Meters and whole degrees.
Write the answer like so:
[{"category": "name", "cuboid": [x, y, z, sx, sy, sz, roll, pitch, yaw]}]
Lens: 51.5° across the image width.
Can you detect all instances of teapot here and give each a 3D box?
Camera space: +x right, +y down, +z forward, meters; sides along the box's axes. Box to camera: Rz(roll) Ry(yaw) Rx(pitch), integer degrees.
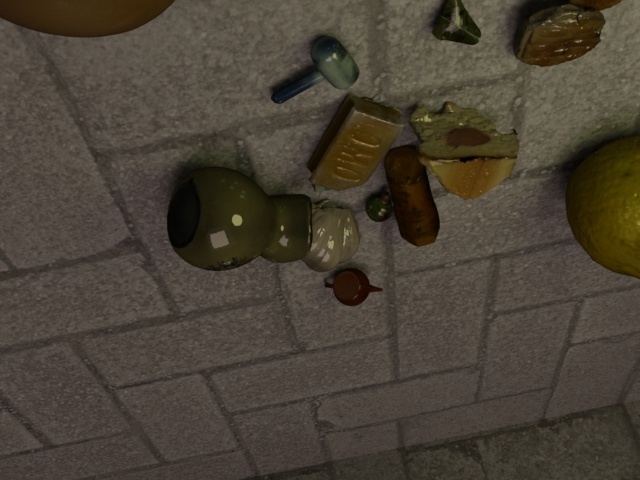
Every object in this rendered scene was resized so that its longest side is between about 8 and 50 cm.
[{"category": "teapot", "cuboid": [0.094, 0.137, 1.942, 0.173, 0.116, 0.116, 1, 146, 28]}]

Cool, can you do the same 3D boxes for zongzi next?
[{"category": "zongzi", "cuboid": [0.291, -0.457, 1.342, 0.104, 0.052, 0.113, 0, 126, -25]}]

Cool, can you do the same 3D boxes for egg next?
[{"category": "egg", "cuboid": [-0.379, -0.457, 0.985, 0.374, 0.301, 0.301, 5, 138, -33]}]

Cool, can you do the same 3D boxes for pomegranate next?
[{"category": "pomegranate", "cuboid": [0.159, -0.085, 1.715, 0.084, 0.073, 0.073, -28, 138, 33]}]

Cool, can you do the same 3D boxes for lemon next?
[{"category": "lemon", "cuboid": [0.797, -0.076, 1.653, 0.349, 0.387, 0.350, -14, 159, -6]}]

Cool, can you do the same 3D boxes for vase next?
[{"category": "vase", "cuboid": [-0.220, -0.037, 1.601, 0.302, 0.241, 0.329, 6, 166, -39]}]

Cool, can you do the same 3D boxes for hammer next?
[{"category": "hammer", "cuboid": [-0.023, -0.340, 1.388, 0.194, 0.069, 0.116, -24, 139, 22]}]

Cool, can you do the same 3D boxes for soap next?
[{"category": "soap", "cuboid": [0.077, -0.218, 1.542, 0.140, 0.073, 0.232, 15, 134, -22]}]

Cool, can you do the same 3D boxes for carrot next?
[{"category": "carrot", "cuboid": [0.237, -0.099, 1.690, 0.114, 0.114, 0.302, -17, 139, 6]}]

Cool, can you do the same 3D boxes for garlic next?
[{"category": "garlic", "cuboid": [0.000, 0.000, 1.728, 0.229, 0.143, 0.178, 19, 133, -20]}]

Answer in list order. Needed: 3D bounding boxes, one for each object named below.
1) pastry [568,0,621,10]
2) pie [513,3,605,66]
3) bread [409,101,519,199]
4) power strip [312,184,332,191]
[{"category": "pastry", "cuboid": [0.550, -0.518, 1.299, 0.153, 0.081, 0.153, -10, 140, -8]}, {"category": "pie", "cuboid": [0.497, -0.423, 1.376, 0.195, 0.046, 0.195, -3, 166, -1]}, {"category": "bread", "cuboid": [0.336, -0.223, 1.513, 0.211, 0.184, 0.224, -28, 140, 16]}, {"category": "power strip", "cuboid": [0.025, -0.143, 1.659, 0.090, 0.016, 0.040, -7, 140, -6]}]
